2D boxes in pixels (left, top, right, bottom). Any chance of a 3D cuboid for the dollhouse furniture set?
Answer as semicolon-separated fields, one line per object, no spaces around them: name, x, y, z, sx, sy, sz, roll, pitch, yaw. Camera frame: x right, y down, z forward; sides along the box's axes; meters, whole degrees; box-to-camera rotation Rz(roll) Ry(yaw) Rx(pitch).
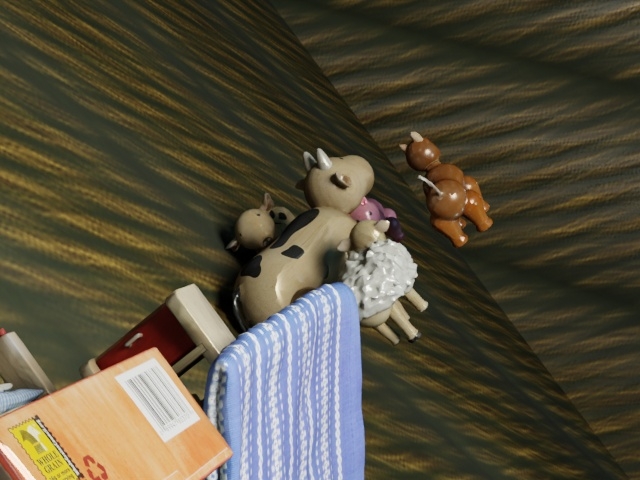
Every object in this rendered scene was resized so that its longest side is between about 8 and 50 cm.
dollhouse furniture set;-0.159;0.094;0.757;0.129;0.184;0.129;53;15;5

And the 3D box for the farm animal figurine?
farm animal figurine;0.000;0.000;1.392;0.172;0.330;0.326;50;43;-16

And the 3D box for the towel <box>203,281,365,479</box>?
towel;-0.010;0.162;0.809;0.336;0.040;0.243;-25;113;-77

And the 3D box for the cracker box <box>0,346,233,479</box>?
cracker box;-0.163;0.146;0.533;0.067;0.232;0.156;52;15;5
